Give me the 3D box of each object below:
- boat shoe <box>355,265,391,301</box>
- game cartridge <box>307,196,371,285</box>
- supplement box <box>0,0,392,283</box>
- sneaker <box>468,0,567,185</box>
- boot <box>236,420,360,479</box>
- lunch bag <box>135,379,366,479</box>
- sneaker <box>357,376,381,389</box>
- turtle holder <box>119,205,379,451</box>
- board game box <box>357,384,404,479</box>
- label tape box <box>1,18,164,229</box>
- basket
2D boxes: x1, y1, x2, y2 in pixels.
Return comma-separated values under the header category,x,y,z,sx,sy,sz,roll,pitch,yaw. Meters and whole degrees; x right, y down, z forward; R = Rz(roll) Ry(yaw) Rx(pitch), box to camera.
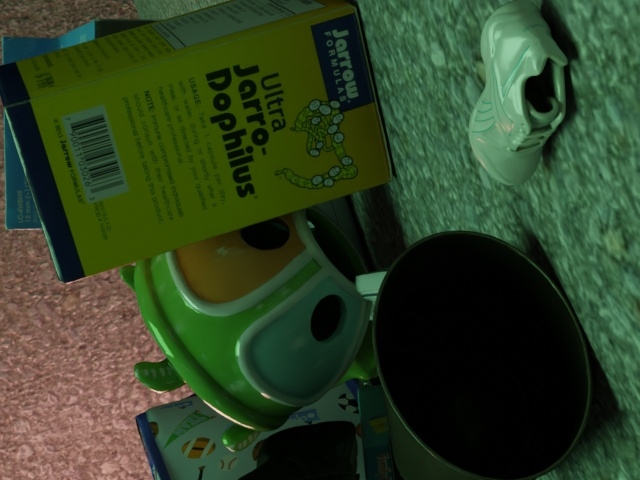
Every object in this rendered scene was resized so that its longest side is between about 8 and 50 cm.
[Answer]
category,x,y,z,sx,sy,sz,roll,pitch,yaw
boat shoe,0.090,0.057,1.345,0.226,0.083,0.075,166,87,-79
game cartridge,0.000,0.000,1.824,0.297,0.062,0.198,160,88,-80
supplement box,-0.135,-0.121,1.463,0.194,0.357,0.195,-131,25,-67
sneaker,0.135,-0.086,0.952,0.152,0.054,0.061,84,161,-48
boot,-0.009,0.362,1.421,0.377,0.138,0.284,-59,-40,-79
lunch bag,-0.070,0.335,2.006,0.385,0.328,0.238,-123,20,-51
sneaker,0.078,0.206,1.775,0.170,0.051,0.089,-112,10,-48
turtle holder,-0.048,0.094,1.560,0.320,0.227,0.243,49,-164,-20
board game box,0.108,0.352,1.544,0.336,0.079,0.253,-94,-8,-61
label tape box,-0.214,-0.139,1.729,0.115,0.348,0.249,159,110,-79
basket,0.123,0.131,1.140,0.227,0.154,0.204,85,166,-64
